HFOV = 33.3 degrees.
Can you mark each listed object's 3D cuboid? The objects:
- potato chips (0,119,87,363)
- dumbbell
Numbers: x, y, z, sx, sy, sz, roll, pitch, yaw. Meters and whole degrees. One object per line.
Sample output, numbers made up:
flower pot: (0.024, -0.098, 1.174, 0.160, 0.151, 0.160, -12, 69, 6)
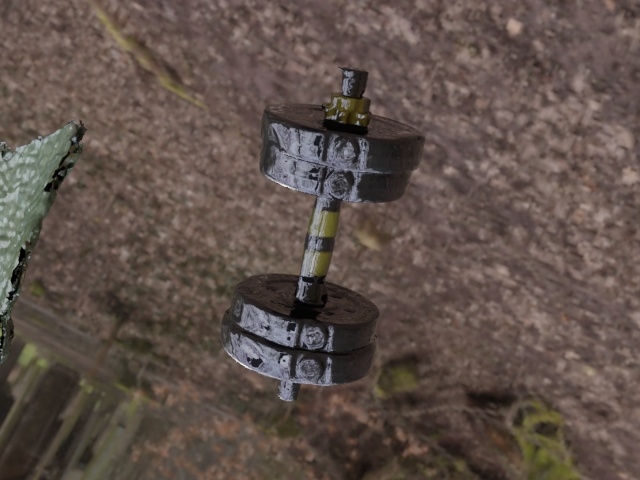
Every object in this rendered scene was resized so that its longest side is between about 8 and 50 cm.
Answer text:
potato chips: (-0.225, 0.013, 0.653, 0.228, 0.167, 0.059, -4, 177, 39)
dumbbell: (0.000, 0.000, 1.194, 0.185, 0.388, 0.185, 10, -166, -3)
